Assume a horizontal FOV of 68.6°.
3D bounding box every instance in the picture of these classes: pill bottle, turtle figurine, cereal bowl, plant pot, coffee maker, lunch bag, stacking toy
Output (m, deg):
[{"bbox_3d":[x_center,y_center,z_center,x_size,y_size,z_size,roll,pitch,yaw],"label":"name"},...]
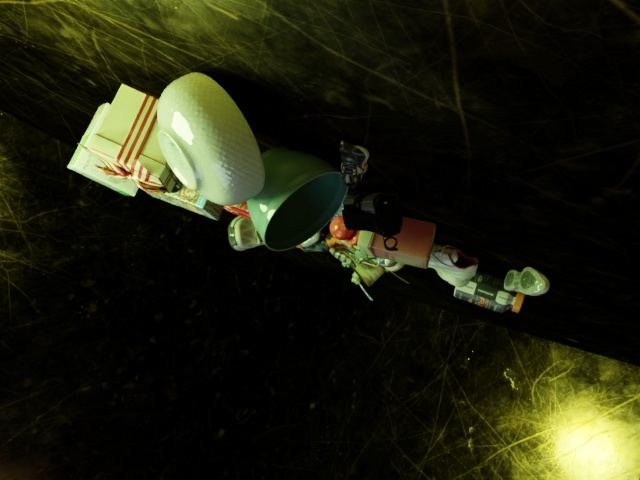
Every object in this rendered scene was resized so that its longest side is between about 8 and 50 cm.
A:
[{"bbox_3d":[0.657,0.199,1.819,0.246,0.130,0.130,18,170,22],"label":"pill bottle"},{"bbox_3d":[0.228,0.151,2.272,0.274,0.198,0.266,49,171,-23],"label":"turtle figurine"},{"bbox_3d":[-0.293,-0.225,1.150,0.339,0.141,0.338,41,153,27],"label":"cereal bowl"},{"bbox_3d":[-0.094,-0.141,1.336,0.196,0.293,0.293,48,180,22],"label":"plant pot"},{"bbox_3d":[0.150,-0.064,1.407,0.120,0.171,0.178,9,180,-29],"label":"coffee maker"},{"bbox_3d":[-0.264,-0.140,1.990,0.293,0.120,0.258,20,180,4],"label":"lunch bag"},{"bbox_3d":[0.172,0.000,1.745,0.331,0.141,0.141,24,171,-27],"label":"stacking toy"}]

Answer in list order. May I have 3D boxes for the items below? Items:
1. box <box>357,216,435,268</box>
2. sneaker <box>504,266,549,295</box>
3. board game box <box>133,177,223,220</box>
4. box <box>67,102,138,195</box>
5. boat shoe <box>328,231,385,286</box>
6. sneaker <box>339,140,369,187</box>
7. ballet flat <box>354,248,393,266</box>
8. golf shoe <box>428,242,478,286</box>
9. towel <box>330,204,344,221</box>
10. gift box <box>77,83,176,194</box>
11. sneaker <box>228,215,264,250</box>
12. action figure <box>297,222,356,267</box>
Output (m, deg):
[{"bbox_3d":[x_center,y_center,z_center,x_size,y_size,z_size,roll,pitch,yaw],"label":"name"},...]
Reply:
[{"bbox_3d":[0.256,-0.003,1.562,0.233,0.126,0.148,13,168,16],"label":"box"},{"bbox_3d":[0.714,0.144,1.565,0.116,0.090,0.232,16,180,-2],"label":"sneaker"},{"bbox_3d":[-0.467,-0.238,1.672,0.291,0.231,0.141,19,170,14],"label":"board game box"},{"bbox_3d":[-0.756,-0.331,1.737,0.231,0.261,0.127,31,167,-37],"label":"box"},{"bbox_3d":[0.160,0.061,2.116,0.341,0.110,0.121,50,178,34],"label":"boat shoe"},{"bbox_3d":[0.082,-0.183,1.181,0.072,0.077,0.178,18,169,19],"label":"sneaker"},{"bbox_3d":[0.217,0.062,1.668,0.189,0.070,0.070,-1,165,12],"label":"ballet flat"},{"bbox_3d":[0.419,0.048,1.681,0.307,0.115,0.140,25,145,2],"label":"golf shoe"},{"bbox_3d":[0.067,-0.108,1.755,0.243,0.040,0.336,24,170,-11],"label":"towel"},{"bbox_3d":[-0.560,-0.302,1.457,0.255,0.258,0.276,22,171,-1],"label":"gift box"},{"bbox_3d":[-0.239,-0.052,2.260,0.258,0.168,0.448,-5,-177,23],"label":"sneaker"},{"bbox_3d":[0.000,0.000,1.964,0.331,0.178,0.341,10,-179,22],"label":"action figure"}]
